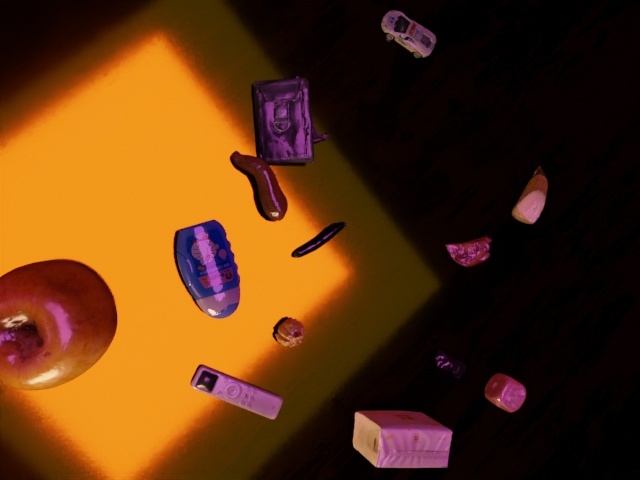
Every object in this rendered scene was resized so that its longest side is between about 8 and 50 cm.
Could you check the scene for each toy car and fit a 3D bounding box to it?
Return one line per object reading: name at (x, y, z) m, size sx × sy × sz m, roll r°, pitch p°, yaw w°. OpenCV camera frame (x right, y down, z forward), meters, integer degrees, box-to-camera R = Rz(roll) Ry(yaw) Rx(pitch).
toy car at (0.271, -0.633, 1.806) m, size 0.186 × 0.058 × 0.093 m, roll 27°, pitch 82°, yaw -18°

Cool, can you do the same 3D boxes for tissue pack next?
tissue pack at (0.231, 0.569, 1.703) m, size 0.225 × 0.185 × 0.124 m, roll 7°, pitch 90°, yaw -19°

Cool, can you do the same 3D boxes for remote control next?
remote control at (-0.226, 0.420, 1.624) m, size 0.261 × 0.029 × 0.067 m, roll 27°, pitch 80°, yaw -17°

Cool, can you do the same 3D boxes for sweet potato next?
sweet potato at (-0.159, -0.159, 1.639) m, size 0.081 × 0.062 × 0.233 m, roll -31°, pitch 97°, yaw 2°

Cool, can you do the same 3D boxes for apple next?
apple at (-0.628, 0.189, 1.369) m, size 0.299 × 0.275 × 0.298 m, roll -1°, pitch 95°, yaw -8°

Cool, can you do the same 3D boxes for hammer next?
hammer at (-0.041, -0.379, 1.708) m, size 0.078 × 0.021 × 0.200 m, roll -20°, pitch 95°, yaw -19°

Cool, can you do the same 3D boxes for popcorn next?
popcorn at (-0.078, 0.263, 1.654) m, size 0.084 × 0.084 × 0.084 m, roll 0°, pitch 89°, yaw -20°

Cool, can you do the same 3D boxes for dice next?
dice at (0.589, 0.485, 1.881) m, size 0.091 × 0.093 × 0.094 m, roll 35°, pitch 79°, yaw -16°

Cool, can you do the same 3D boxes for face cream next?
face cream at (-0.294, 0.083, 1.577) m, size 0.149 × 0.083 × 0.263 m, roll -18°, pitch 96°, yaw -16°

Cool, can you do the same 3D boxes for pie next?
pie at (0.482, 0.036, 1.882) m, size 0.170 × 0.034 × 0.091 m, roll -15°, pitch 90°, yaw -20°

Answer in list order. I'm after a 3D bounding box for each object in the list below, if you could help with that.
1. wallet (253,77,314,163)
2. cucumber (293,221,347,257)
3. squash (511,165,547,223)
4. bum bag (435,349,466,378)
wallet at (-0.102, -0.334, 1.661) m, size 0.161 × 0.055 × 0.235 m, roll -4°, pitch 91°, yaw -3°
cucumber at (0.000, 0.000, 1.712) m, size 0.184 × 0.033 × 0.036 m, roll -34°, pitch 125°, yaw -17°
squash at (0.706, -0.159, 1.944) m, size 0.090 × 0.075 × 0.200 m, roll 24°, pitch 79°, yaw 8°
bum bag at (0.406, 0.389, 1.848) m, size 0.125 × 0.034 × 0.057 m, roll 28°, pitch 66°, yaw -18°
